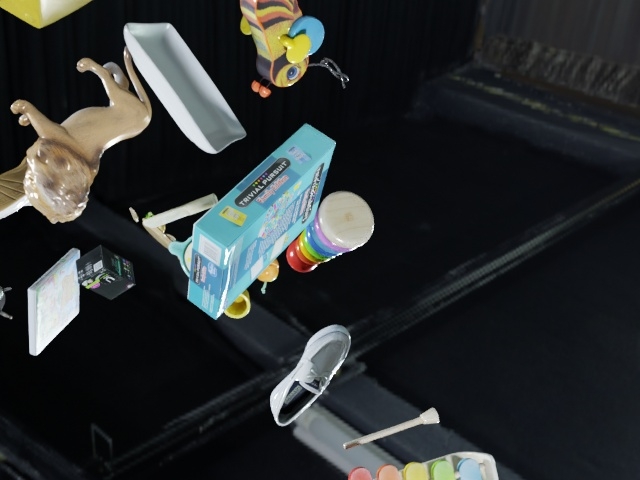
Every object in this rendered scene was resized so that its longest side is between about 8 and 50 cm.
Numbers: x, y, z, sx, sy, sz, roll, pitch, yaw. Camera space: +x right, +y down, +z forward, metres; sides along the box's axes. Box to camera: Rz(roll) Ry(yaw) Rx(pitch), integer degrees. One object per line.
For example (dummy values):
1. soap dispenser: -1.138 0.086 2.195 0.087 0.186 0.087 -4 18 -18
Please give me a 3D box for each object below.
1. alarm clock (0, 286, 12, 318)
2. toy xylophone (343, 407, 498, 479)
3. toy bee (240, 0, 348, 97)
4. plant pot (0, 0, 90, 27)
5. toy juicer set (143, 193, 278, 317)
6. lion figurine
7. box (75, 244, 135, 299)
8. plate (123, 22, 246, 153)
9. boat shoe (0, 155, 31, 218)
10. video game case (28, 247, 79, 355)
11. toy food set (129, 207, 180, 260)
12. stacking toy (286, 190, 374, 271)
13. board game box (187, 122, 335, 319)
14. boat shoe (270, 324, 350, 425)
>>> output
1. alarm clock: -0.750 0.116 1.813 0.192 0.129 0.064 2 -134 1
2. toy xylophone: 0.159 0.443 1.533 0.322 0.236 0.081 -22 -177 -18
3. toy bee: -0.067 -0.340 1.547 0.162 0.298 0.195 -45 -153 -7
4. plant pot: -0.369 -0.405 1.103 0.212 0.212 0.187 30 -114 -3
5. toy juicer set: -0.239 0.016 2.041 0.329 0.209 0.089 46 -164 -14
6. lion figurine: -0.470 -0.229 1.790 0.392 0.142 0.240 -42 -95 -18
7. box: -0.376 0.057 1.515 0.062 0.083 0.052 -29 -126 17
8. plate: -0.261 -0.290 1.657 0.045 0.278 0.277 -32 -172 14
9. boat shoe: -0.693 -0.123 2.043 0.098 0.096 0.277 23 -134 14
10. video game case: -0.663 0.152 2.159 0.023 0.212 0.193 19 -144 10
11. toy food set: -0.435 -0.024 2.365 0.192 0.132 0.038 41 -104 3
12. stacking toy: 0.000 0.000 2.141 0.141 0.330 0.141 9 -113 -22
13. board game box: -0.117 -0.038 1.683 0.079 0.254 0.336 35 -125 13
14. boat shoe: -0.016 0.302 1.894 0.095 0.258 0.084 28 -162 -18
